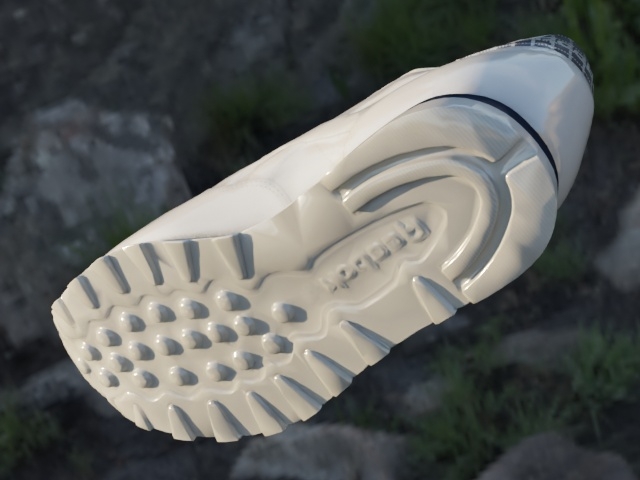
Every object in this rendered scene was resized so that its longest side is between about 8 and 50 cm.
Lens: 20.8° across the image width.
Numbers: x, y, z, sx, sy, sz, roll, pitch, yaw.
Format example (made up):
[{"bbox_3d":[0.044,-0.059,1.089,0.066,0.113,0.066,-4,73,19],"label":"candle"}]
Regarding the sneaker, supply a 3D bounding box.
[{"bbox_3d":[0.000,0.000,0.641,0.235,0.090,0.095,-24,22,34],"label":"sneaker"}]
